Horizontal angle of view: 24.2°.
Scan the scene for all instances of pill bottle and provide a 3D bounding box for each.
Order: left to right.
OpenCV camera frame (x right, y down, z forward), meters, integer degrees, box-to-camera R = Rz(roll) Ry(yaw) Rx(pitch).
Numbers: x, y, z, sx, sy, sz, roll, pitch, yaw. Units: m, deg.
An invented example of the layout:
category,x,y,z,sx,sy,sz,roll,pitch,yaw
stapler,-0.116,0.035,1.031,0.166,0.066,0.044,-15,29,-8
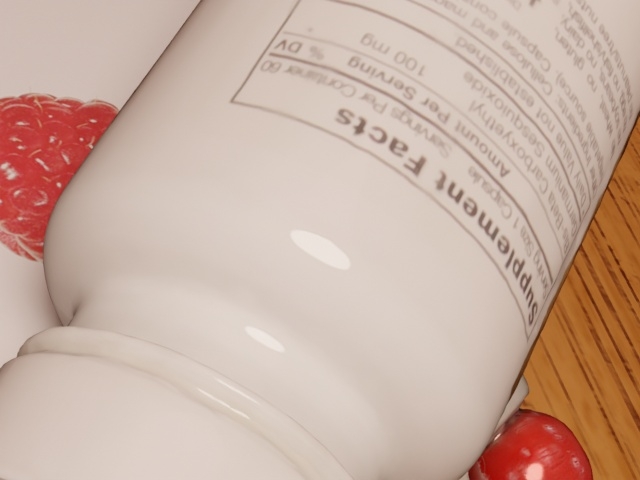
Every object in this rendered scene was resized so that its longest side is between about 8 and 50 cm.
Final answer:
category,x,y,z,sx,sy,sz,roll,pitch,yaw
pill bottle,0.000,0.000,0.410,0.131,0.131,0.229,28,59,4

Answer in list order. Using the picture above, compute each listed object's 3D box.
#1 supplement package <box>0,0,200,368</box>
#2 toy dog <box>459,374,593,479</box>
category,x,y,z,sx,sy,sz,roll,pitch,yaw
supplement package,-0.130,0.005,0.542,0.177,0.175,0.293,37,46,12
toy dog,0.060,0.161,0.495,0.161,0.220,0.333,-35,56,-8
